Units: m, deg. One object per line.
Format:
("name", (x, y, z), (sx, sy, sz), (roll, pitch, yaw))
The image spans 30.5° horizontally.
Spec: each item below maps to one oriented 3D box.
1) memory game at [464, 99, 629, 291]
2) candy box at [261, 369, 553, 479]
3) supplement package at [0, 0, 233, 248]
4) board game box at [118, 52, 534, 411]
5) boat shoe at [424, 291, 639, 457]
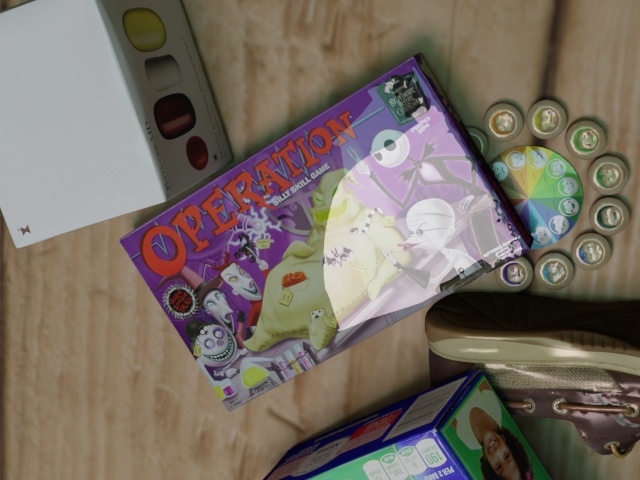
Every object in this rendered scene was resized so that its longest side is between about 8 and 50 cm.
("memory game", (0.193, -0.040, 1.088), (0.186, 0.012, 0.186), (3, 105, 12))
("candy box", (0.116, 0.315, 1.097), (0.268, 0.122, 0.317), (-31, 96, 39))
("supplement package", (-0.200, -0.124, 1.053), (0.149, 0.203, 0.194), (-16, 100, 16))
("board game box", (0.000, 0.000, 1.116), (0.347, 0.056, 0.208), (-31, 91, 20))
("boat shoe", (0.263, 0.131, 1.066), (0.342, 0.123, 0.123), (5, 112, 15))
